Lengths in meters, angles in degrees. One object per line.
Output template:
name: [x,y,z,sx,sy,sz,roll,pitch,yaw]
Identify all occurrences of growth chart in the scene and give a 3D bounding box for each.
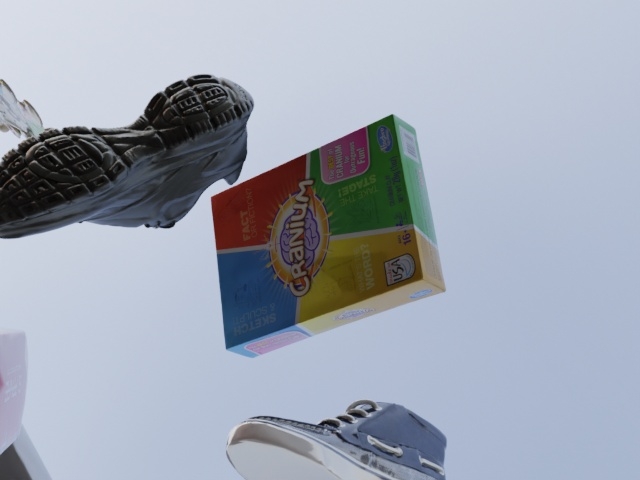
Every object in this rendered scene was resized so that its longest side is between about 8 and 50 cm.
growth chart: [-0.334,-0.130,1.204,0.021,0.172,0.237,-43,-124,-15]

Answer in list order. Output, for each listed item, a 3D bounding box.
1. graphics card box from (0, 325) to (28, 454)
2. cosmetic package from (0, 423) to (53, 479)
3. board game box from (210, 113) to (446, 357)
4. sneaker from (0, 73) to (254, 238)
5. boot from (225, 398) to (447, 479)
graphics card box: [-0.384,0.077,0.677,0.371,0.233,0.094,7,-95,-9]
cosmetic package: [-0.391,0.245,1.196,0.127,0.107,0.238,-33,-116,-7]
board game box: [0.000,0.000,1.451,0.316,0.064,0.242,-22,-117,28]
sneaker: [-0.188,-0.055,1.044,0.286,0.130,0.109,-23,-130,-20]
boot: [0.016,0.152,0.791,0.069,0.190,0.086,-35,-145,39]
